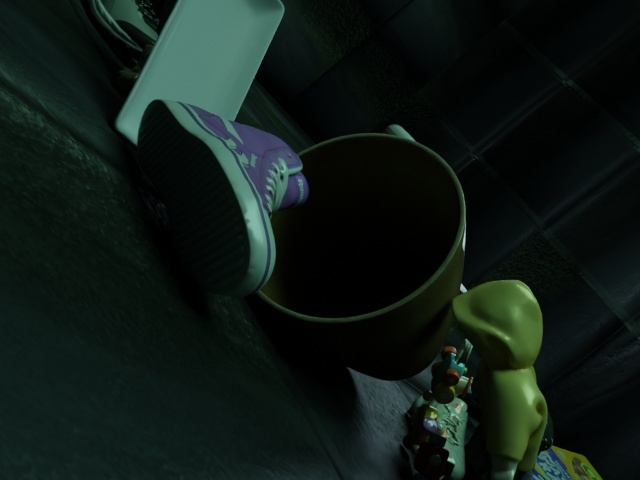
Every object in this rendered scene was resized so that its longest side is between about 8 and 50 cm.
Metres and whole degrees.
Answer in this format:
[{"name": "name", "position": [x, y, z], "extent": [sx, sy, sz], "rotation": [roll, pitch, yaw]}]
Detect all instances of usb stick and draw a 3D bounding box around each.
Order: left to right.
[{"name": "usb stick", "position": [0.326, 0.338, 1.783], "extent": [0.077, 0.045, 0.278], "rotation": [56, 9, 31]}]

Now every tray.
[{"name": "tray", "position": [-0.136, -0.201, 0.946], "extent": [0.030, 0.270, 0.145], "rotation": [9, -22, 36]}]

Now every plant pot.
[{"name": "plant pot", "position": [0.062, 0.049, 0.950], "extent": [0.237, 0.237, 0.254], "rotation": [56, -4, 38]}]

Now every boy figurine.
[{"name": "boy figurine", "position": [0.184, 0.184, 0.857], "extent": [0.177, 0.092, 0.285], "rotation": [-49, 135, -71]}]

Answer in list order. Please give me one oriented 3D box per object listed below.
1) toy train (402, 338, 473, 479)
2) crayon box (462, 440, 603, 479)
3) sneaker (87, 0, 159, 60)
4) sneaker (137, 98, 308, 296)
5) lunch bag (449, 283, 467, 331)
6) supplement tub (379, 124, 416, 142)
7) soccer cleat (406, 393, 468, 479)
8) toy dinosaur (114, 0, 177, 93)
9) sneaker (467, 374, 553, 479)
[{"name": "toy train", "position": [0.143, 0.197, 0.945], "extent": [0.046, 0.166, 0.125], "rotation": [25, -14, -7]}, {"name": "crayon box", "position": [0.349, 0.387, 1.185], "extent": [0.323, 0.083, 0.203], "rotation": [26, 22, -41]}, {"name": "sneaker", "position": [-0.280, -0.351, 1.223], "extent": [0.271, 0.108, 0.100], "rotation": [56, 6, 25]}, {"name": "sneaker", "position": [-0.061, -0.044, 0.791], "extent": [0.161, 0.102, 0.282], "rotation": [12, 30, -32]}, {"name": "lunch bag", "position": [0.104, 0.032, 1.460], "extent": [0.287, 0.169, 0.235], "rotation": [39, 10, -41]}, {"name": "supplement tub", "position": [0.126, -0.114, 1.913], "extent": [0.191, 0.272, 0.191], "rotation": [50, 6, -8]}, {"name": "soccer cleat", "position": [0.158, 0.238, 1.073], "extent": [0.068, 0.076, 0.196], "rotation": [50, 7, -11]}, {"name": "toy dinosaur", "position": [-0.171, -0.268, 1.090], "extent": [0.200, 0.127, 0.295], "rotation": [-41, 135, -86]}, {"name": "sneaker", "position": [0.256, 0.238, 1.068], "extent": [0.106, 0.101, 0.267], "rotation": [45, 23, -6]}]
